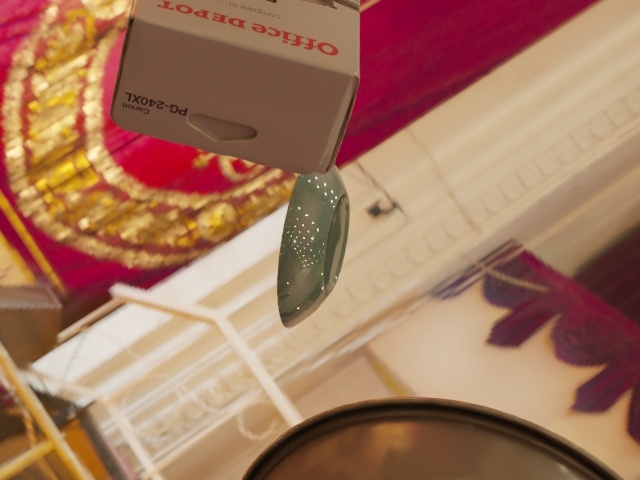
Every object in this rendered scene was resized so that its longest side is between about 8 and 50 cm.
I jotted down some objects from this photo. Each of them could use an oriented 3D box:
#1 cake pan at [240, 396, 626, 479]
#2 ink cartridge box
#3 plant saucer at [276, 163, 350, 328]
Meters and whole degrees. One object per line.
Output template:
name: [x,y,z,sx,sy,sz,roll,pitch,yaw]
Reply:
cake pan: [0.068,0.228,0.653,0.293,0.293,0.054,59,29,-9]
ink cartridge box: [-0.038,-0.112,0.580,0.150,0.109,0.063,-88,-165,-48]
plant saucer: [0.000,0.000,1.210,0.037,0.195,0.195,11,-28,13]
